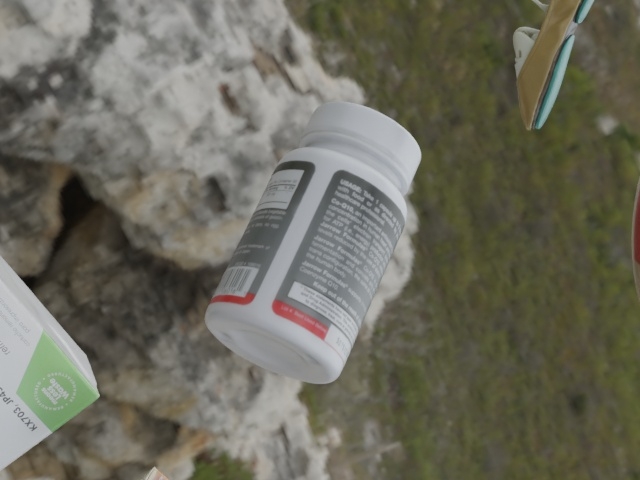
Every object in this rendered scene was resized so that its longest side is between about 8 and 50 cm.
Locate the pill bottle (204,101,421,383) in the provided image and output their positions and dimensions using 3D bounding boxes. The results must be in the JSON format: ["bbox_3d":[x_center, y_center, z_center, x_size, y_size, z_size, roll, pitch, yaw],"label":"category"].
[{"bbox_3d":[0.000,0.000,1.397,0.161,0.161,0.283,45,61,-43],"label":"pill bottle"}]

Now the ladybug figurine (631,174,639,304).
[{"bbox_3d":[0.435,-0.051,1.106,0.162,0.305,0.449,-8,116,-68],"label":"ladybug figurine"}]

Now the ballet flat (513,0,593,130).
[{"bbox_3d":[0.248,-0.235,1.352,0.073,0.232,0.080,26,17,14],"label":"ballet flat"}]

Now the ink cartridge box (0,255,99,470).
[{"bbox_3d":[-0.454,0.191,1.414,0.207,0.353,0.119,55,-4,-26],"label":"ink cartridge box"}]

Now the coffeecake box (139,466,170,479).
[{"bbox_3d":[-0.157,0.350,1.316,0.185,0.142,0.068,43,29,-8],"label":"coffeecake box"}]
